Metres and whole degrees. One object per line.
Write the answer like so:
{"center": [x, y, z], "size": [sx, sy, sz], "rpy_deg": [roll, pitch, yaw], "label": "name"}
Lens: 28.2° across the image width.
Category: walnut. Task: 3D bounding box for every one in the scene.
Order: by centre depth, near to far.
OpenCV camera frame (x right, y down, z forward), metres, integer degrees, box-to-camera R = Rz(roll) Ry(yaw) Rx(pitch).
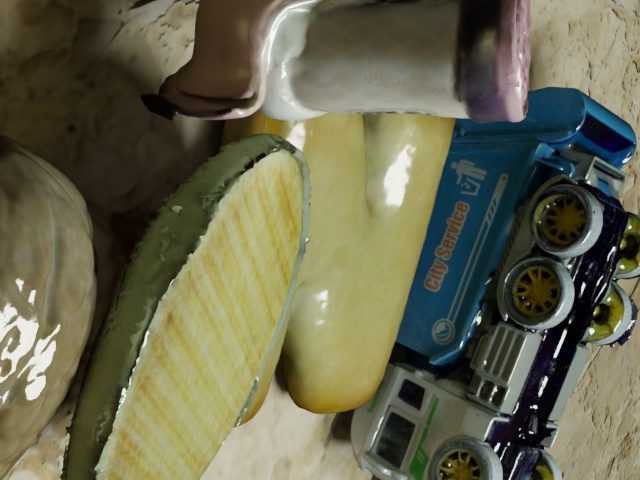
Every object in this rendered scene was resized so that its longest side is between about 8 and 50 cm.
{"center": [-0.207, 0.047, 0.620], "size": [0.178, 0.178, 0.230], "rpy_deg": [28, 92, -54], "label": "walnut"}

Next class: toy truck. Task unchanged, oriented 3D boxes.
{"center": [0.155, 0.056, 1.066], "size": [0.146, 0.175, 0.367], "rpy_deg": [19, 93, -52], "label": "toy truck"}

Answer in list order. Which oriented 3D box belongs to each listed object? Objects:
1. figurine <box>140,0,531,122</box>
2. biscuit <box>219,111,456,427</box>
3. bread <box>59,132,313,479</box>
{"center": [0.025, -0.238, 0.678], "size": [0.211, 0.253, 0.361], "rpy_deg": [-4, 108, -36], "label": "figurine"}
{"center": [0.000, 0.000, 0.939], "size": [0.237, 0.062, 0.290], "rpy_deg": [4, 106, -52], "label": "biscuit"}
{"center": [-0.075, 0.060, 0.741], "size": [0.267, 0.040, 0.267], "rpy_deg": [22, 90, -77], "label": "bread"}
